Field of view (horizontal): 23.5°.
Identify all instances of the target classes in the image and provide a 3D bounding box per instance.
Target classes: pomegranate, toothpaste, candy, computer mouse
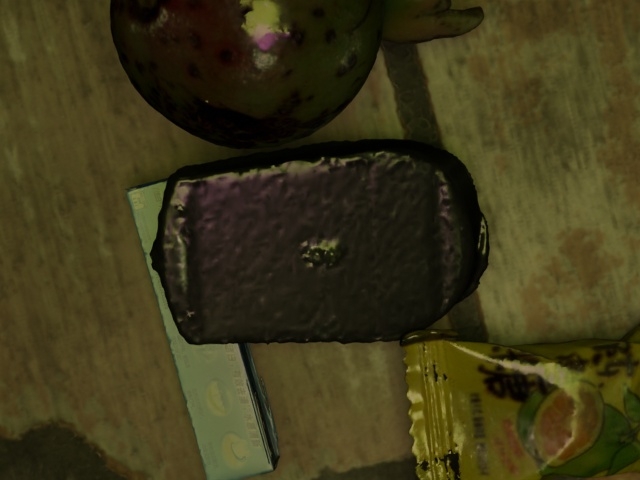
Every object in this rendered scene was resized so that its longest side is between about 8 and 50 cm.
[{"bbox_3d":[-0.029,-0.208,1.265,0.306,0.242,0.242,-30,95,-39],"label":"pomegranate"},{"bbox_3d":[-0.101,0.076,1.350,0.066,0.053,0.272,-15,95,6],"label":"toothpaste"},{"bbox_3d":[0.221,0.142,1.334,0.297,0.081,0.187,-7,98,-5],"label":"candy"},{"bbox_3d":[0.000,-0.001,1.313,0.295,0.087,0.168,-4,106,-10],"label":"computer mouse"}]
